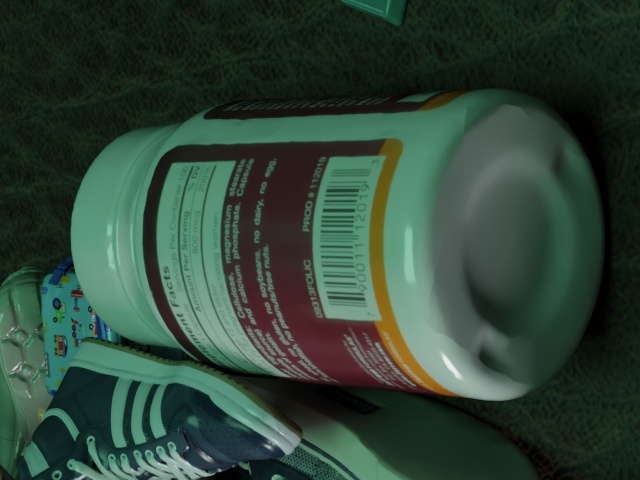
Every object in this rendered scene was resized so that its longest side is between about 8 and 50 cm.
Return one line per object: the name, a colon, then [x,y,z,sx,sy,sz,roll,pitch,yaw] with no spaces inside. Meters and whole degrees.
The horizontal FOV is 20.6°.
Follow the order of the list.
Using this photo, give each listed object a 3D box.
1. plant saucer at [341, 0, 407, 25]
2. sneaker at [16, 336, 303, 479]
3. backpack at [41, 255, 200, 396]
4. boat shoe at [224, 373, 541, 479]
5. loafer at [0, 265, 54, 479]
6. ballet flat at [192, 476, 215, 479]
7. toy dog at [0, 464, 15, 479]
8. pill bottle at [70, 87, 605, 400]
plant saucer: [0.056,-0.272,1.413,0.067,0.018,0.192,27,115,39]
sneaker: [-0.139,0.175,1.423,0.282,0.099,0.153,9,63,50]
backpack: [-0.157,0.090,1.608,0.173,0.117,0.158,12,105,40]
boat shoe: [0.044,0.211,1.438,0.340,0.127,0.158,26,120,48]
loafer: [-0.267,0.180,1.750,0.111,0.112,0.319,-110,19,-72]
ballet flat: [-0.102,0.273,1.472,0.348,0.123,0.123,48,127,45]
toy dog: [-0.271,0.270,1.653,0.220,0.333,0.161,-24,36,23]
pill bottle: [0.000,0.000,1.363,0.392,0.224,0.224,2,97,44]
